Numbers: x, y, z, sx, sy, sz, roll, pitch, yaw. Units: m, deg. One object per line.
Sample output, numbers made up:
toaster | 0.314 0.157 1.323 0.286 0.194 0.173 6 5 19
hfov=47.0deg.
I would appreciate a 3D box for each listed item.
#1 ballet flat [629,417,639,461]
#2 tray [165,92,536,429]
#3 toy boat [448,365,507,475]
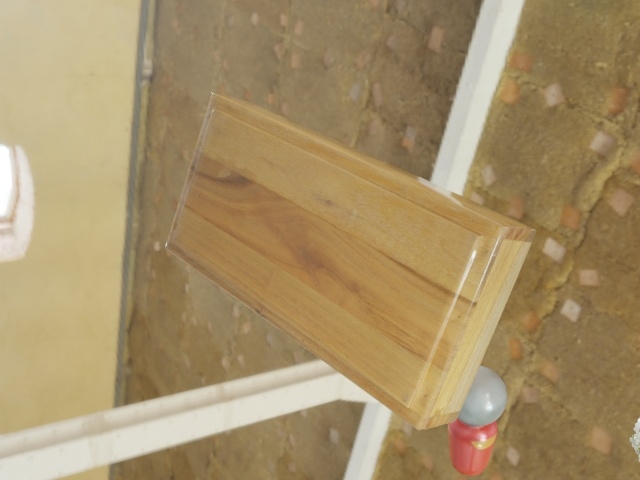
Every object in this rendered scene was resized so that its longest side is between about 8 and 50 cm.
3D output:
ballet flat | 0.365 0.241 0.617 0.241 0.077 0.091 40 -77 15
tray | 0.000 0.000 0.786 0.411 0.076 0.202 30 -73 38
toy boat | 0.141 0.277 0.754 0.268 0.318 0.148 8 -54 14
